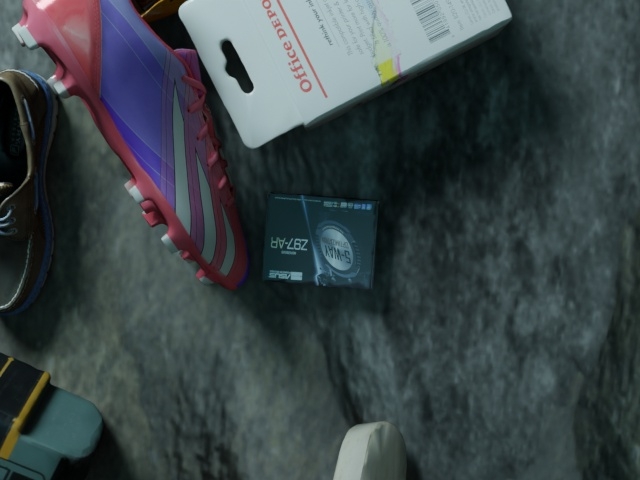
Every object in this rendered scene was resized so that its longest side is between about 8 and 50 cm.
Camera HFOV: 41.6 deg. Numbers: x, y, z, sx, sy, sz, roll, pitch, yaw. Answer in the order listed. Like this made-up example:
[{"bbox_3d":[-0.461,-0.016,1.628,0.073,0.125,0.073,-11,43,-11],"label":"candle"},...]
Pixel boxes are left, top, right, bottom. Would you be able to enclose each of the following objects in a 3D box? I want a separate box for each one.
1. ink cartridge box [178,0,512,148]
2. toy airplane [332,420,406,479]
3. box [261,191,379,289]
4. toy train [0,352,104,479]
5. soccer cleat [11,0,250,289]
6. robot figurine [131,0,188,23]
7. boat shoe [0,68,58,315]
[{"bbox_3d":[0.016,-0.154,0.585,0.198,0.067,0.115,-26,93,3],"label":"ink cartridge box"},{"bbox_3d":[0.018,0.333,0.473,0.272,0.384,0.386,2,94,13],"label":"toy airplane"},{"bbox_3d":[0.000,0.000,0.624,0.083,0.018,0.067,5,95,2],"label":"box"},{"bbox_3d":[-0.297,0.222,0.607,0.190,0.142,0.334,26,96,-9],"label":"toy train"},{"bbox_3d":[-0.100,-0.071,0.562,0.095,0.083,0.248,-37,118,-9],"label":"soccer cleat"},{"bbox_3d":[-0.093,-0.257,0.549,0.291,0.085,0.211,-33,118,9],"label":"robot figurine"},{"bbox_3d":[-0.234,-0.033,0.608,0.066,0.066,0.183,4,95,3],"label":"boat shoe"}]
